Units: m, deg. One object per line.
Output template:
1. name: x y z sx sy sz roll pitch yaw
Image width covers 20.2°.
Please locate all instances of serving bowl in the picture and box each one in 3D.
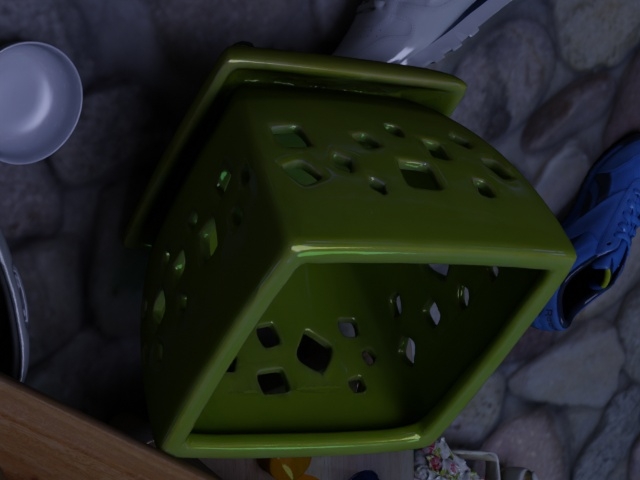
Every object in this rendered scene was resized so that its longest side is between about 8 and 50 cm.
1. serving bowl: -0.199 -0.093 1.186 0.083 0.027 0.083 -14 115 -32

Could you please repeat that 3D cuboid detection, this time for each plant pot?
1. plant pot: 0.000 0.000 1.221 0.227 0.207 0.228 3 139 -31

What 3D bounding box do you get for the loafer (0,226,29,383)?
1. loafer: -0.259 -0.038 1.107 0.112 0.111 0.319 -37 126 -20

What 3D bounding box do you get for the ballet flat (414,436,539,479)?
1. ballet flat: 0.152 0.225 1.553 0.241 0.091 0.077 29 67 -45

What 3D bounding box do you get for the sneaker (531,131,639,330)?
1. sneaker: 0.245 -0.003 1.531 0.209 0.082 0.069 -48 127 -14

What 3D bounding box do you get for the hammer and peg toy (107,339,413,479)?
1. hammer and peg toy: -0.027 0.259 1.396 0.266 0.127 0.361 -21 123 -30

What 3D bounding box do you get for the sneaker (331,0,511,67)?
1. sneaker: 0.075 -0.188 1.337 0.235 0.090 0.095 -42 109 -18

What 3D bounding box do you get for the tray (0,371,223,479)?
1. tray: -0.082 0.214 1.100 0.076 0.203 0.411 -49 133 7
